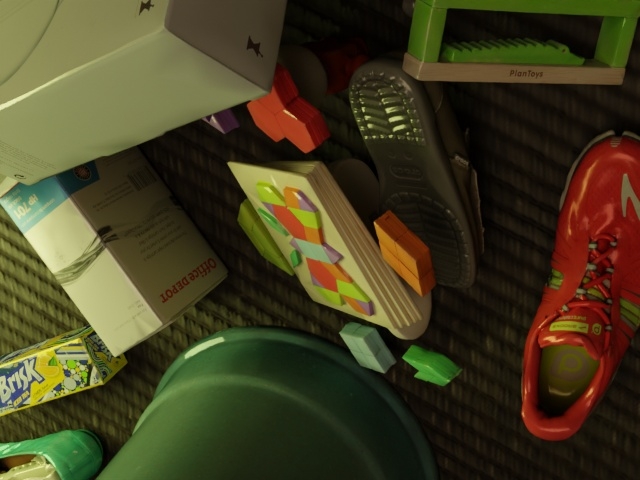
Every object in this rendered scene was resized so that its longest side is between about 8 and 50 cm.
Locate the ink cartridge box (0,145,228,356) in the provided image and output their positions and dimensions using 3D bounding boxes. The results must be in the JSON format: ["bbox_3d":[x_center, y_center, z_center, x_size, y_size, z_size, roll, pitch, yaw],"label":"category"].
[{"bbox_3d":[-0.197,-0.004,1.059,0.082,0.139,0.190,-32,95,29],"label":"ink cartridge box"}]

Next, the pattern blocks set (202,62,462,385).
[{"bbox_3d":[0.000,0.000,0.942,0.325,0.026,0.285,53,159,-12],"label":"pattern blocks set"}]

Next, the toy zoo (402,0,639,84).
[{"bbox_3d":[0.173,-0.259,0.792,0.192,0.030,0.293,-3,116,-24],"label":"toy zoo"}]

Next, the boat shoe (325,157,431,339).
[{"bbox_3d":[0.042,0.011,1.011,0.063,0.066,0.184,-5,122,54],"label":"boat shoe"}]

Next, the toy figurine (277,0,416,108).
[{"bbox_3d":[-0.013,-0.231,0.887,0.213,0.148,0.209,48,120,1],"label":"toy figurine"}]

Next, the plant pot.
[{"bbox_3d":[-0.094,0.302,1.021,0.341,0.334,0.341,8,113,20],"label":"plant pot"}]

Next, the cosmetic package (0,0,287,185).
[{"bbox_3d":[-0.133,-0.251,0.796,0.284,0.097,0.377,-12,60,41],"label":"cosmetic package"}]

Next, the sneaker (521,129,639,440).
[{"bbox_3d":[0.231,0.049,0.906,0.107,0.118,0.279,15,115,17],"label":"sneaker"}]

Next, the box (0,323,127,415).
[{"bbox_3d":[-0.302,0.143,1.210,0.169,0.054,0.059,-20,101,28],"label":"box"}]

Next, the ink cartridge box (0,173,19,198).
[{"bbox_3d":[-0.259,-0.114,0.998,0.275,0.239,0.060,-34,133,30],"label":"ink cartridge box"}]

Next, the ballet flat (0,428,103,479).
[{"bbox_3d":[-0.366,0.280,1.272,0.247,0.087,0.083,-21,100,29],"label":"ballet flat"}]

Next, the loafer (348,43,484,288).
[{"bbox_3d":[0.099,-0.062,0.926,0.094,0.087,0.251,16,140,33],"label":"loafer"}]
